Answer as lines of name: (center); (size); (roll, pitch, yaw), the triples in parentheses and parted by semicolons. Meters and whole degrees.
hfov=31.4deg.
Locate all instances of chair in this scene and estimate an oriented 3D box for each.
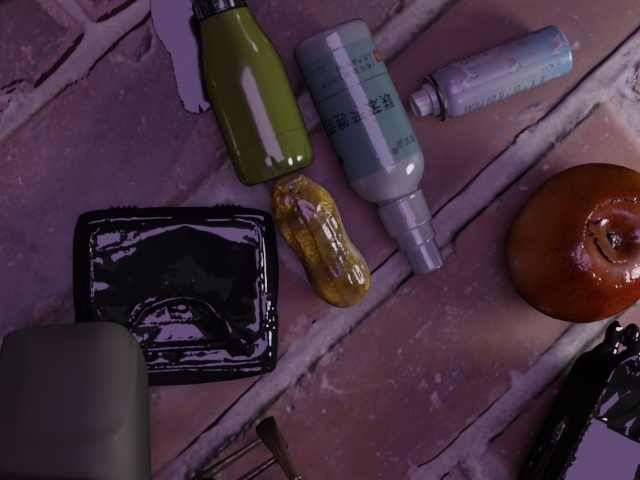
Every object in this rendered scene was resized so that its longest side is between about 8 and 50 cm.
chair: (-0.114, 0.378, 1.482); (0.272, 0.188, 0.166); (-41, 96, -3)

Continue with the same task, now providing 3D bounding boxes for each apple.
apple: (0.371, 0.002, 1.555); (0.210, 0.173, 0.235); (28, 85, -7)

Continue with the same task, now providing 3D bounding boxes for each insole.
insole: (-0.188, -0.266, 1.560); (0.064, 0.004, 0.188); (-15, 92, -8)

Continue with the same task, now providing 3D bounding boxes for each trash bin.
trash bin: (-0.300, 0.246, 1.370); (0.219, 0.220, 0.250); (-4, 52, 0)

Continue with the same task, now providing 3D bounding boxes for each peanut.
peanut: (0.000, 0.000, 1.534); (0.087, 0.087, 0.206); (-32, 109, -7)

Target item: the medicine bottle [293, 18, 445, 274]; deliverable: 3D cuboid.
medicine bottle: (0.079, -0.120, 1.545); (0.110, 0.110, 0.351); (-24, 93, -8)

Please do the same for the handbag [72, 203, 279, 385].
handbag: (-0.192, 0.074, 1.523); (0.275, 0.088, 0.244); (-1, 94, -9)

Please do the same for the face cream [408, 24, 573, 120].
face cream: (0.234, -0.227, 1.586); (0.229, 0.075, 0.075); (-22, 93, -8)

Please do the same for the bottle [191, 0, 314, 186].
bottle: (-0.097, -0.208, 1.519); (0.112, 0.112, 0.260); (-20, 92, -8)

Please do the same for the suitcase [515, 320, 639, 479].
suitcase: (0.406, 0.351, 1.547); (0.283, 0.194, 0.434); (27, 86, -7)
